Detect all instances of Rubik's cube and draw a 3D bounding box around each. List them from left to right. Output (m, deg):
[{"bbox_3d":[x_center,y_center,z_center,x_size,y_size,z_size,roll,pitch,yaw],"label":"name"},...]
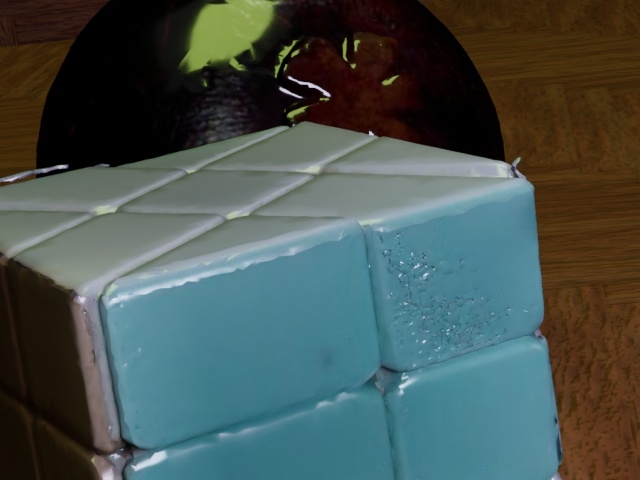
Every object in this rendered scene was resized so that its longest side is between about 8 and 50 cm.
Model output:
[{"bbox_3d":[-0.035,0.078,0.882,0.231,0.225,0.221,-15,16,-25],"label":"Rubik's cube"}]

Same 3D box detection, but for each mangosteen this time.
[{"bbox_3d":[-0.042,-0.031,1.232,0.307,0.307,0.347,-14,-13,-24],"label":"mangosteen"}]
